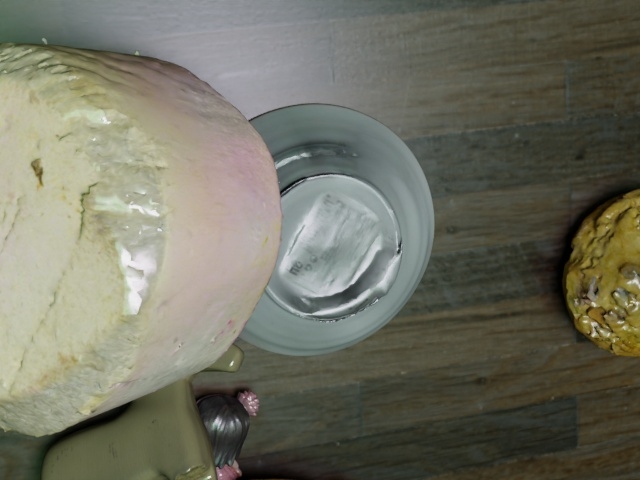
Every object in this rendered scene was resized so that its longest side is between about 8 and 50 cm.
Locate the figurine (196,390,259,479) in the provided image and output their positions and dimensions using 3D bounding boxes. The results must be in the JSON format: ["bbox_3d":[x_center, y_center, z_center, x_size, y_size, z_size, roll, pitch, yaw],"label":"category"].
[{"bbox_3d":[-0.101,0.215,1.005,0.072,0.054,0.129,4,103,-19],"label":"figurine"}]

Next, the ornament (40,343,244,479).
[{"bbox_3d":[-0.162,0.198,0.947,0.230,0.061,0.245,-24,64,10],"label":"ornament"}]

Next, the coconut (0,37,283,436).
[{"bbox_3d":[-0.188,-0.009,0.813,0.297,0.309,0.298,1,94,17],"label":"coconut"}]

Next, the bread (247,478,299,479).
[{"bbox_3d":[-0.036,0.371,1.001,0.269,0.148,0.270,-5,106,-19],"label":"bread"}]

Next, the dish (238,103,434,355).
[{"bbox_3d":[0.000,0.000,0.968,0.260,0.085,0.260,-3,103,-13],"label":"dish"}]

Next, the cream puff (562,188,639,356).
[{"bbox_3d":[0.342,0.038,1.039,0.189,0.129,0.189,-2,99,-15],"label":"cream puff"}]
